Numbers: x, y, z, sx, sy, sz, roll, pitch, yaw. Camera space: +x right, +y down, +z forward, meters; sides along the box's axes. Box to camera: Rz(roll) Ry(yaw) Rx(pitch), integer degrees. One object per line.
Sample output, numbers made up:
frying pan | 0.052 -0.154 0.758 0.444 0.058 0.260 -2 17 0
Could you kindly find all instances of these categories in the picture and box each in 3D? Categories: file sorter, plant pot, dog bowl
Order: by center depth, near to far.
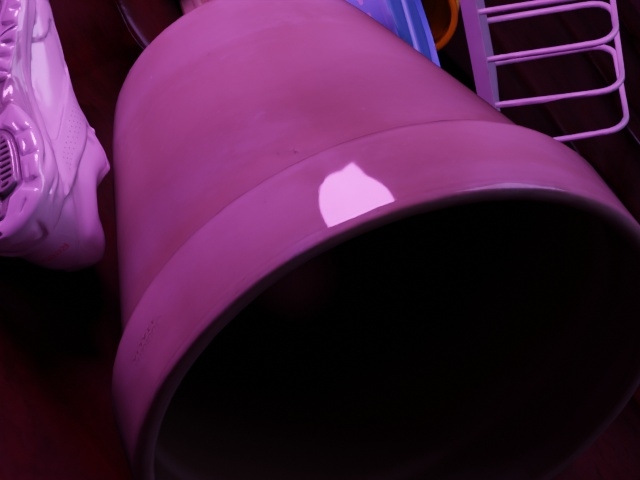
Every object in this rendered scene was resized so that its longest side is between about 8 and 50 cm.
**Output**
plant pot | 0.000 0.000 1.085 0.323 0.323 0.280 33 21 -47
dog bowl | 0.052 -0.214 1.727 0.297 0.074 0.166 28 46 -74
file sorter | 0.250 -0.264 2.026 0.193 0.173 0.277 -87 167 -49

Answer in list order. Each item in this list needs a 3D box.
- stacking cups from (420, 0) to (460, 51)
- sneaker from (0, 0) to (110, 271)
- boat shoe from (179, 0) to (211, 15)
stacking cups | 0.131 -0.296 2.098 0.096 0.096 0.316 52 19 -9
sneaker | -0.183 -0.075 1.097 0.115 0.090 0.232 39 34 -53
boat shoe | -0.056 -0.238 1.563 0.122 0.110 0.341 29 33 -50
